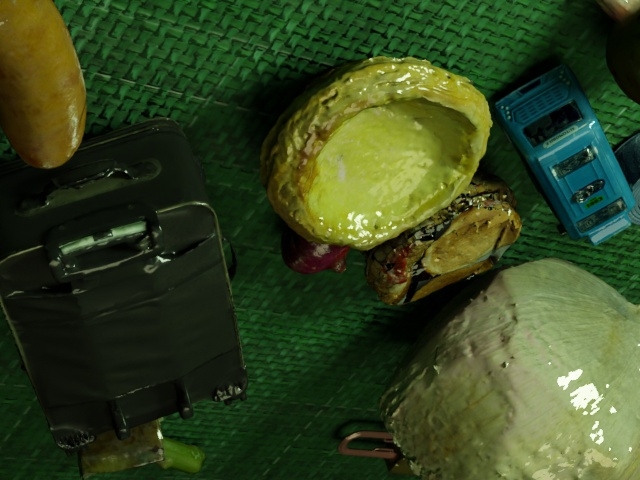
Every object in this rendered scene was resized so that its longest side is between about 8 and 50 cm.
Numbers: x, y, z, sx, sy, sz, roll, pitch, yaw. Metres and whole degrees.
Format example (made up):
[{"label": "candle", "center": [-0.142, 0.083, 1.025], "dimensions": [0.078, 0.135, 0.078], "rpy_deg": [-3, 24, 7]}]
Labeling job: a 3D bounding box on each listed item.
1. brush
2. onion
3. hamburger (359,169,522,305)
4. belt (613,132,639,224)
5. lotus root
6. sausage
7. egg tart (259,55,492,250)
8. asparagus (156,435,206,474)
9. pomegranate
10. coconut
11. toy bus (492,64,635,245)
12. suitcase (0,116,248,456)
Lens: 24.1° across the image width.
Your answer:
[{"label": "brush", "center": [0.120, 0.329, 2.419], "dimensions": [0.233, 0.047, 0.103], "rpy_deg": [12, 131, -38]}, {"label": "onion", "center": [0.000, 0.000, 1.889], "dimensions": [0.107, 0.097, 0.107], "rpy_deg": [-40, -176, 3]}, {"label": "hamburger", "center": [0.154, -0.010, 1.945], "dimensions": [0.231, 0.107, 0.231], "rpy_deg": [-18, 151, -11]}, {"label": "belt", "center": [0.487, -0.100, 2.052], "dimensions": [0.190, 0.082, 0.141], "rpy_deg": [-24, 141, 1]}, {"label": "lotus root", "center": [-0.269, 0.247, 1.995], "dimensions": [0.118, 0.138, 0.235], "rpy_deg": [-7, 171, -10]}, {"label": "sausage", "center": [-0.297, -0.178, 1.494], "dimensions": [0.108, 0.109, 0.271], "rpy_deg": [-20, 144, -6]}, {"label": "egg tart", "center": [0.056, -0.119, 1.752], "dimensions": [0.294, 0.123, 0.294], "rpy_deg": [-18, 141, -15]}, {"label": "asparagus", "center": [-0.242, 0.302, 2.182], "dimensions": [0.178, 0.041, 0.045], "rpy_deg": [27, 101, -43]}, {"label": "pomegranate", "center": [0.407, -0.247, 1.765], "dimensions": [0.209, 0.180, 0.180], "rpy_deg": [37, 116, -19]}, {"label": "coconut", "center": [0.323, 0.208, 2.096], "dimensions": [0.404, 0.405, 0.405], "rpy_deg": [-16, 143, -12]}, {"label": "toy bus", "center": [0.317, -0.104, 1.906], "dimensions": [0.113, 0.134, 0.246], "rpy_deg": [-30, 143, 8]}, {"label": "suitcase", "center": [-0.234, 0.056, 1.740], "dimensions": [0.283, 0.194, 0.434], "rpy_deg": [-18, 144, -8]}]
